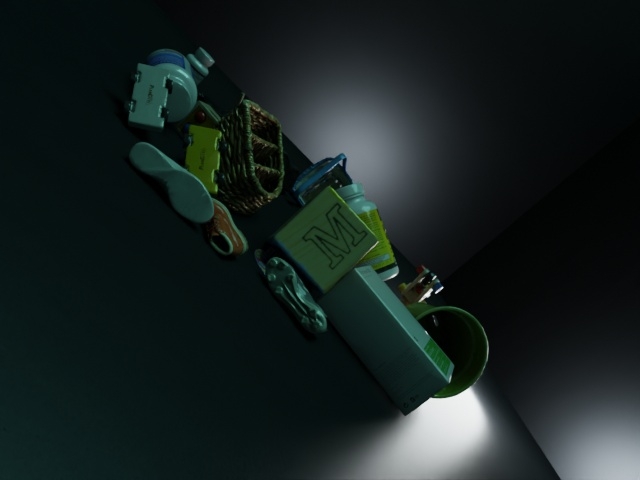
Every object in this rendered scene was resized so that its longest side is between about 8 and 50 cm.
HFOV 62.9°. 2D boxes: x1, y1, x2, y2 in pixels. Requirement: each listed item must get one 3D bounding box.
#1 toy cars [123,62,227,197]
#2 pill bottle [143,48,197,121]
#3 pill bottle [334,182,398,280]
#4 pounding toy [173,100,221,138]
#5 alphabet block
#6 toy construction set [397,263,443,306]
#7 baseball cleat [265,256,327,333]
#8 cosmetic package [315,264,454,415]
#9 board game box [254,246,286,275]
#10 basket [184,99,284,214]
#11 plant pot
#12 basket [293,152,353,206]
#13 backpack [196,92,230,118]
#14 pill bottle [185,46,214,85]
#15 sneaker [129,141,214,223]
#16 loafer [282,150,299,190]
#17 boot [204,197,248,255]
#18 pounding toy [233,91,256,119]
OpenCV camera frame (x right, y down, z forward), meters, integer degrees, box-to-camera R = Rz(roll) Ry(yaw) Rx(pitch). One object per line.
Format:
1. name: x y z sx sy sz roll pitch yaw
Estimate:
1. toy cars: -0.351 -0.253 1.255 0.176 0.087 0.394 -34 80 -34
2. pill bottle: -0.423 -0.428 1.456 0.152 0.152 0.272 40 14 -33
3. pill bottle: 0.127 -0.015 1.771 0.188 0.187 0.334 -16 87 -77
4. pounding toy: -0.325 -0.315 1.496 0.141 0.130 0.100 49 12 4
5. alphabet block: 0.000 0.000 1.360 0.193 0.197 0.192 47 -8 -8
6. toy construction set: 0.291 0.208 1.969 0.308 0.258 0.237 27 -12 13
7. baseball cleat: -0.056 0.133 1.204 0.206 0.072 0.109 56 -1 16
8. cosmetic package: 0.173 0.253 1.395 0.366 0.155 0.197 51 14 10
9. board game box: -0.093 0.076 1.299 0.168 0.033 0.133 44 12 -18
10. basket: -0.180 -0.211 1.422 0.214 0.223 0.299 54 9 7
11. plant pot: 0.339 0.310 1.633 0.276 0.276 0.254 46 0 -11
12. basket: 0.005 -0.219 2.129 0.201 0.254 0.289 51 -7 10
13. backpack: -0.348 -0.371 1.639 0.151 0.115 0.182 28 16 -21
14. pill bottle: -0.455 -0.593 1.838 0.094 0.169 0.094 45 11 -12
15. sneaker: -0.302 -0.123 1.105 0.212 0.080 0.094 46 0 -4
16. loafer: -0.185 -0.263 1.924 0.130 0.134 0.366 26 -3 11
17. boot: -0.224 -0.032 1.122 0.158 0.059 0.084 51 16 7
18. pounding toy: -0.310 -0.412 1.873 0.110 0.183 0.237 3 39 -36
